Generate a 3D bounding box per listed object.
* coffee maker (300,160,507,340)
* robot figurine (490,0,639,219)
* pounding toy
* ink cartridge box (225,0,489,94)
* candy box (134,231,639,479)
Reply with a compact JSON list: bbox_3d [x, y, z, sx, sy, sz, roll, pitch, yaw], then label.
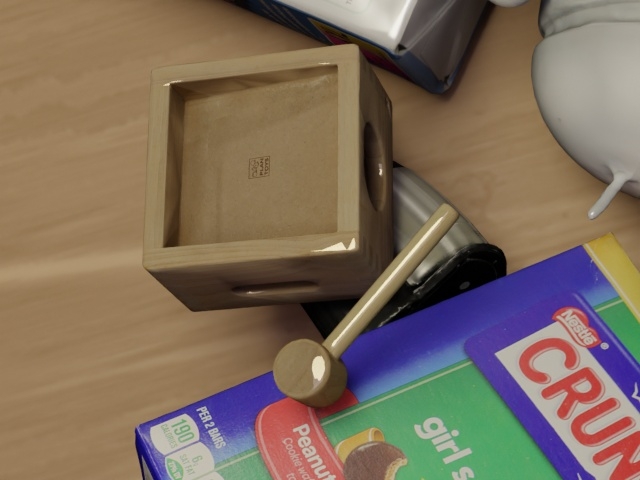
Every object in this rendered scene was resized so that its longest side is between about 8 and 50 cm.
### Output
[{"bbox_3d":[0.000,0.000,1.106,0.171,0.120,0.178,-33,65,-16],"label":"coffee maker"},{"bbox_3d":[0.238,-0.171,1.060,0.300,0.200,0.353,11,82,-13],"label":"robot figurine"},{"bbox_3d":[-0.001,0.002,1.000,0.181,0.094,0.206,-5,69,15],"label":"pounding toy"},{"bbox_3d":[-0.048,-0.300,1.154,0.395,0.151,0.270,25,89,16],"label":"ink cartridge box"},{"bbox_3d":[0.094,0.176,0.983,0.317,0.122,0.268,-20,56,-17],"label":"candy box"}]
